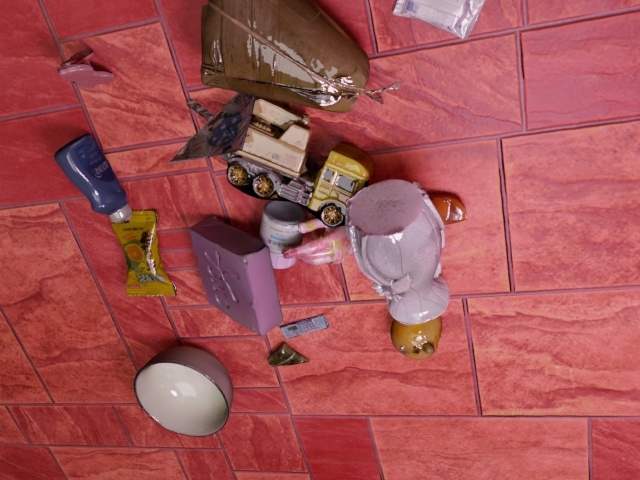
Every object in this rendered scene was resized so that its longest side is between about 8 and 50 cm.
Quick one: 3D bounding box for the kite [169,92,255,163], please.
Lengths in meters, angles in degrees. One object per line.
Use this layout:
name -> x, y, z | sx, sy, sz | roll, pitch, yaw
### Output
kite -> -0.274, -0.312, 1.588 | 0.335, 0.314, 0.011 | -44, 141, 0

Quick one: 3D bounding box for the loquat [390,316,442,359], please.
loquat -> 0.290, 0.276, 1.798 | 0.149, 0.204, 0.172 | 16, 112, -17

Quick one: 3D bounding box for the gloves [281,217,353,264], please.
gloves -> 0.008, 0.008, 1.695 | 0.126, 0.241, 0.145 | 43, 146, 25

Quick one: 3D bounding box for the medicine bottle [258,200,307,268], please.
medicine bottle -> -0.115, -0.017, 1.766 | 0.135, 0.135, 0.168 | 18, 126, 4

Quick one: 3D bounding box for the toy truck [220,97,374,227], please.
toy truck -> -0.054, -0.206, 1.617 | 0.405, 0.180, 0.254 | 24, 115, 4

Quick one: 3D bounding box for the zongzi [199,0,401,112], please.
zongzi -> -0.032, -0.540, 1.386 | 0.500, 0.218, 0.467 | 14, 122, 6

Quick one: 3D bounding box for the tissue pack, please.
tissue pack -> 0.279, -0.558, 1.408 | 0.193, 0.026, 0.122 | 21, 123, 2

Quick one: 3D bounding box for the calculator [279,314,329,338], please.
calculator -> -0.053, 0.288, 1.997 | 0.172, 0.018, 0.057 | -18, 112, 25

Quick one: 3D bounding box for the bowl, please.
bowl -> -0.458, 0.503, 2.128 | 0.354, 0.185, 0.354 | 7, 121, 11

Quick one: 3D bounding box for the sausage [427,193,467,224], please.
sausage -> 0.309, -0.085, 1.649 | 0.179, 0.089, 0.089 | 4, 120, 9

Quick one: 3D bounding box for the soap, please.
soap -> -0.250, 0.104, 1.813 | 0.285, 0.107, 0.296 | 22, 133, 40

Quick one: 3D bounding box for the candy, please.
candy -> -0.577, 0.045, 1.959 | 0.187, 0.081, 0.297 | -2, 106, 15

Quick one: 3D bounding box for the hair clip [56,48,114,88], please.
hair clip -> -0.650, -0.455, 1.651 | 0.123, 0.138, 0.102 | -13, 121, 13

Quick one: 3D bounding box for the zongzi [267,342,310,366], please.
zongzi -> -0.113, 0.414, 2.068 | 0.119, 0.055, 0.109 | 34, 125, -20

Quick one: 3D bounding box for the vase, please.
vase -> 0.221, 0.046, 1.592 | 0.250, 0.250, 0.445 | -6, 142, 18

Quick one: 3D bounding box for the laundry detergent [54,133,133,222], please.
laundry detergent -> -0.668, -0.172, 1.820 | 0.094, 0.143, 0.290 | -20, 116, 20
